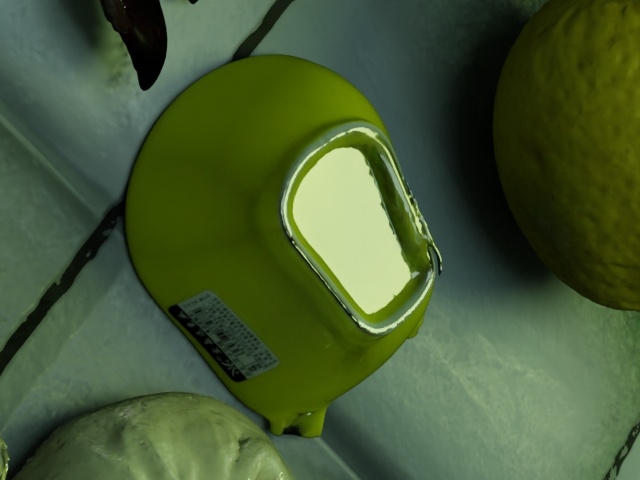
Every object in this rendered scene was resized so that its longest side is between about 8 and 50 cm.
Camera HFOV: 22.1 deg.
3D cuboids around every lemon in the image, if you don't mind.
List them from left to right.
[{"bbox_3d":[0.254,-0.077,1.248,0.267,0.267,0.267,2,88,-38],"label":"lemon"}]

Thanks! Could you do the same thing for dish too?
[{"bbox_3d":[0.000,0.000,1.132,0.221,0.108,0.262,-41,112,-31],"label":"dish"}]

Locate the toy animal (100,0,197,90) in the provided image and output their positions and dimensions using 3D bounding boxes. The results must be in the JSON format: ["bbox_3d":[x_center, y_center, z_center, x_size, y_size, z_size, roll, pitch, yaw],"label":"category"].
[{"bbox_3d":[-0.112,-0.215,1.048,0.179,0.116,0.218,24,86,-36],"label":"toy animal"}]

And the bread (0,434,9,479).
[{"bbox_3d":[-0.293,0.172,0.784,0.346,0.242,0.405,25,79,-17],"label":"bread"}]

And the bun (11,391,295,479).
[{"bbox_3d":[-0.092,0.206,1.039,0.231,0.133,0.231,2,87,-40],"label":"bun"}]
